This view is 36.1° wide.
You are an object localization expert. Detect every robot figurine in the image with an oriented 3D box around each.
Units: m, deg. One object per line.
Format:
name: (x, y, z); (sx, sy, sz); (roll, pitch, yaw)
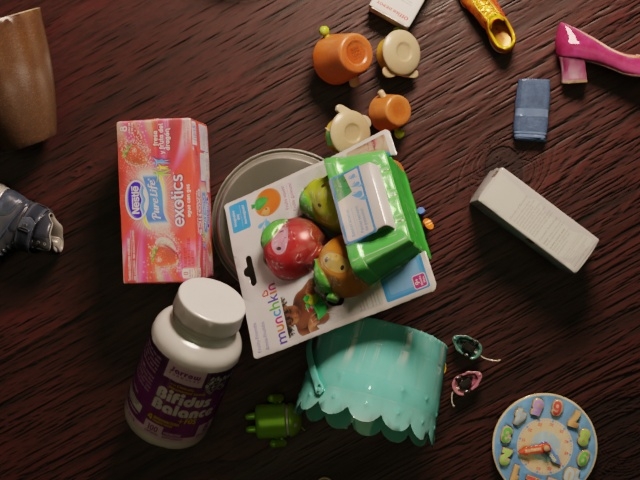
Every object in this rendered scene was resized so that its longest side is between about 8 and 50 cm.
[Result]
robot figurine: (-0.087, 0.348, 1.897); (0.115, 0.067, 0.101); (-3, 80, 0)

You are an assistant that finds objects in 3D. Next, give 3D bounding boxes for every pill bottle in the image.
pill bottle: (-0.241, 0.221, 1.789); (0.169, 0.169, 0.302); (23, 120, -1)

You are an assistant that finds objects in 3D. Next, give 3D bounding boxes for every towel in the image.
towel: (0.408, -0.252, 1.898); (0.067, 0.029, 0.120); (5, 92, 0)

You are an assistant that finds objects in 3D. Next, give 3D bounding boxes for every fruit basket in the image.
fruit basket: (0.000, 0.000, 1.729); (0.353, 0.165, 0.327); (-20, 62, 13)

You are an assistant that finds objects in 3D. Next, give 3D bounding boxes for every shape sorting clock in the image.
shape sorting clock: (0.437, 0.401, 1.912); (0.206, 0.040, 0.206); (0, 92, 0)

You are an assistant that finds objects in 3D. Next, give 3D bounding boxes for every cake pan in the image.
cake pan: (-0.067, -0.032, 1.893); (0.293, 0.054, 0.293); (0, 92, 0)

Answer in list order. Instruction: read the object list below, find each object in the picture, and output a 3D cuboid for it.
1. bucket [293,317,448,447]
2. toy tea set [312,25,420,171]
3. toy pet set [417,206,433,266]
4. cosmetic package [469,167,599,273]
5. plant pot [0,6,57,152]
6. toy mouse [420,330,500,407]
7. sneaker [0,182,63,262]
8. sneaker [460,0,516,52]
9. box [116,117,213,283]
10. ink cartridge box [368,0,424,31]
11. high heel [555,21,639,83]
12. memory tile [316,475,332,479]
bucket: (0.097, 0.256, 1.791); (0.281, 0.281, 0.183); (15, 74, 0)
toy tea set: (0.075, -0.247, 1.877); (0.200, 0.124, 0.336); (5, 88, -30)
toy pet set: (0.172, 0.017, 1.903); (0.122, 0.065, 0.114); (-26, 57, -2)
cosmetic package: (0.402, -0.038, 1.862); (0.231, 0.117, 0.085); (35, 90, 0)
plant pot: (-0.584, -0.289, 1.827); (0.215, 0.215, 0.231); (-17, 106, 1)
toy mouse: (0.278, 0.240, 1.912); (0.143, 0.031, 0.161); (-10, 92, 1)
sneaker: (-0.590, 0.025, 1.879); (0.163, 0.086, 0.226); (24, 90, 2)
sneaker: (0.322, -0.439, 1.875); (0.064, 0.067, 0.175); (-36, 90, 3)
box: (-0.287, -0.073, 1.841); (0.142, 0.154, 0.300); (-2, 92, 6)
ink cartridge box: (0.159, -0.476, 1.881); (0.088, 0.052, 0.122); (30, 90, 0)
high heel: (0.573, -0.369, 1.870); (0.244, 0.082, 0.117); (-4, 102, 13)
memory tile: (0.048, 0.534, 1.930); (0.148, 0.012, 0.113); (18, 92, -1)
